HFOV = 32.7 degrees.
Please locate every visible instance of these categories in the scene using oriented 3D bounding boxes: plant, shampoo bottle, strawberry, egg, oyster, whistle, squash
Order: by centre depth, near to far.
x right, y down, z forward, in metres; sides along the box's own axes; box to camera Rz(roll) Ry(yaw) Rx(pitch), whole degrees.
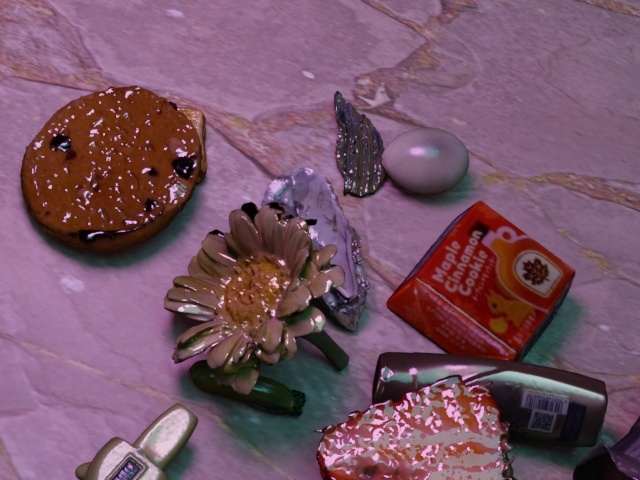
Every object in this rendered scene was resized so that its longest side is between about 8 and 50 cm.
[{"bbox_3d":[-0.273,0.340,1.490,0.131,0.106,0.288,36,60,9],"label":"whistle"},{"bbox_3d":[0.153,0.356,1.575,0.280,0.150,0.253,-18,63,-8],"label":"strawberry"},{"bbox_3d":[-0.060,0.074,1.595,0.297,0.261,0.306,7,24,-22],"label":"plant"},{"bbox_3d":[-0.109,0.222,1.633,0.184,0.052,0.052,21,59,-6],"label":"squash"},{"bbox_3d":[0.256,0.241,1.676,0.350,0.125,0.084,8,24,1],"label":"shampoo bottle"},{"bbox_3d":[0.000,-0.002,1.761,0.252,0.087,0.199,30,68,12],"label":"oyster"},{"bbox_3d":[0.180,-0.137,1.867,0.152,0.114,0.114,2,61,-9],"label":"egg"}]

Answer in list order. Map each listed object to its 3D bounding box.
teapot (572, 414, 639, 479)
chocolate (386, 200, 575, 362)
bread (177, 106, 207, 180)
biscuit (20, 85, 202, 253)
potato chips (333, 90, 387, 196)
[{"bbox_3d":[0.591,0.360,1.629,0.362,0.306,0.376,-33,103,-19],"label":"teapot"},{"bbox_3d":[0.270,0.078,1.777,0.235,0.108,0.237,38,61,10],"label":"chocolate"},{"bbox_3d":[-0.224,-0.160,1.811,0.074,0.053,0.132,0,65,-14],"label":"bread"},{"bbox_3d":[-0.330,-0.112,1.726,0.296,0.075,0.295,0,64,0],"label":"biscuit"},{"bbox_3d":[0.068,-0.169,1.907,0.092,0.028,0.207,2,63,-15],"label":"potato chips"}]
